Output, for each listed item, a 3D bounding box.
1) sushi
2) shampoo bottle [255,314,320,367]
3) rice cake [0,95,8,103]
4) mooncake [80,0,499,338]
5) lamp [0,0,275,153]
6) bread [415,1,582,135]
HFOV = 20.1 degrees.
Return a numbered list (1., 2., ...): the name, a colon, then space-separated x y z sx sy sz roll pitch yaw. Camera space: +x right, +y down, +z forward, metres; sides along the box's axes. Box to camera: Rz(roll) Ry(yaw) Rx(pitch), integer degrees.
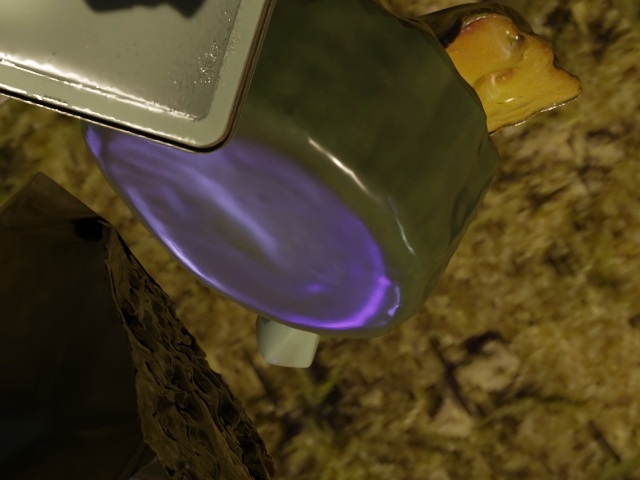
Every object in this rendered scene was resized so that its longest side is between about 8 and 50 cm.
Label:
1. sushi: -0.103 0.134 0.790 0.212 0.215 0.227 50 170 -35
2. shampoo bottle: 0.000 0.000 2.120 0.134 0.078 0.359 -95 18 -48
3. rice cake: -0.257 -0.200 1.712 0.399 0.070 0.064 -29 108 31
4. mooncake: -0.026 -0.086 1.594 0.356 0.194 0.356 25 150 15
5. lamp: -0.156 -0.220 1.300 0.047 0.269 0.266 -136 64 -75
6. bread: 0.170 -0.191 1.940 0.160 0.233 0.088 -28 64 18
